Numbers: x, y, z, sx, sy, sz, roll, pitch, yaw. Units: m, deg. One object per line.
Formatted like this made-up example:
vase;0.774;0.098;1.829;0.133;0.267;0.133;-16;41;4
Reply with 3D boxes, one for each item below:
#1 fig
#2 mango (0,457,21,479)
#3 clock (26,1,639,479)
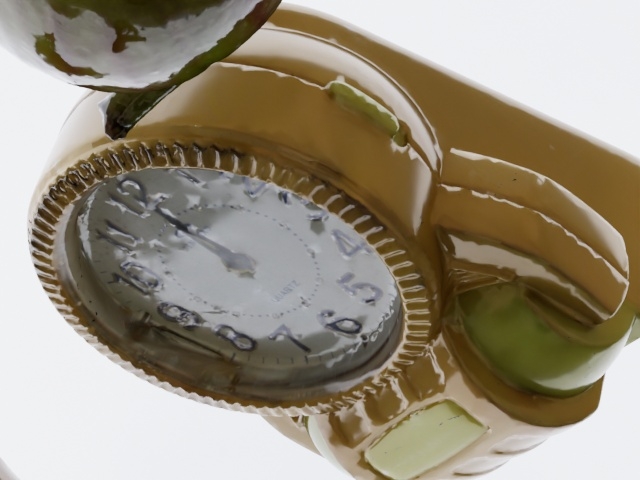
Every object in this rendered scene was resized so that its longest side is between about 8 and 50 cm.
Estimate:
fig;-0.061;-0.113;0.570;0.186;0.142;0.148;31;-91;-53
mango;-0.242;0.218;0.784;0.236;0.136;0.166;-30;-66;-9
clock;0.000;0.000;0.833;0.317;0.244;0.200;29;-135;-19
